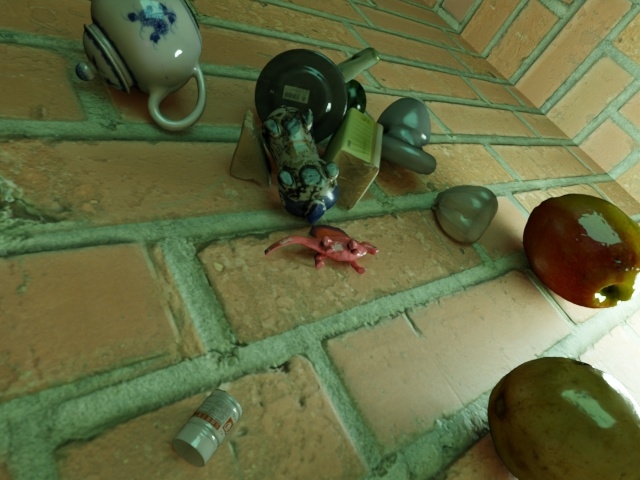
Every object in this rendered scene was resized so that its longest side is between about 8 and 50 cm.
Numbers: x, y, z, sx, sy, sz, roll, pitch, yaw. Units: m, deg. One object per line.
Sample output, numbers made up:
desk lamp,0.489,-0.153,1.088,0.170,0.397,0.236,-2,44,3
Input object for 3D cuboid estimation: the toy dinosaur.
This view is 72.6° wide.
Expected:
toy dinosaur,0.001,-0.004,0.984,0.286,0.070,0.139,8,37,-24

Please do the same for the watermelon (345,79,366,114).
watermelon,0.078,-0.425,1.371,0.141,0.140,0.187,20,47,-18

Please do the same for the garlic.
garlic,0.447,-0.100,1.312,0.178,0.143,0.229,36,49,-2

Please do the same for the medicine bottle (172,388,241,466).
medicine bottle,-0.157,0.262,0.613,0.057,0.057,0.089,38,41,3

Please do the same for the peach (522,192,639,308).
peach,0.779,0.019,1.305,0.373,0.289,0.372,21,38,-17

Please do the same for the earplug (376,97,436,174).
earplug,0.267,-0.320,1.370,0.214,0.175,0.325,21,43,-13

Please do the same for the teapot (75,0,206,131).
teapot,-0.423,-0.440,0.989,0.280,0.252,0.424,-37,101,-15

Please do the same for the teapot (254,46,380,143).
teapot,-0.027,-0.433,1.192,0.240,0.321,0.239,31,20,-13

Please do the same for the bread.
bread,-0.143,-0.210,1.009,0.105,0.152,0.077,13,46,-17

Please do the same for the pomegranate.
pomegranate,0.442,0.342,0.796,0.261,0.260,0.260,19,43,-19

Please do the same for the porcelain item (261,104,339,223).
porcelain item,-0.058,-0.174,1.030,0.138,0.186,0.287,-17,73,-14

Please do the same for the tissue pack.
tissue pack,0.079,-0.219,1.156,0.125,0.159,0.234,26,41,-11
